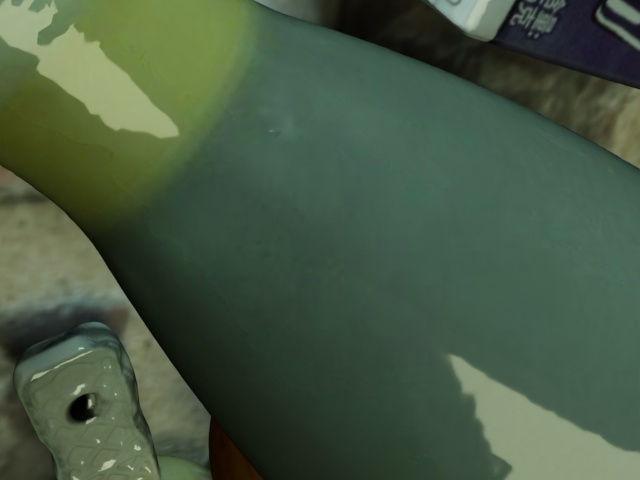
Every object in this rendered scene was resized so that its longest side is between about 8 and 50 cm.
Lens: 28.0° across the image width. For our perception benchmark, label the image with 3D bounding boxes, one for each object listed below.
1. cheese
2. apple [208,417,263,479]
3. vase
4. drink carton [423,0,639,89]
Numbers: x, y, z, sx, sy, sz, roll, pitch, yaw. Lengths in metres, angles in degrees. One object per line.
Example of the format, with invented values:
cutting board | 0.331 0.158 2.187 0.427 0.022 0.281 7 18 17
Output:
cheese | -0.085 0.121 0.577 0.127 0.050 0.235 -22 137 -15
apple | 0.011 0.085 0.564 0.126 0.102 0.126 -4 156 -2
vase | 0.000 0.000 0.385 0.321 0.173 0.173 37 103 -24
drink carton | 0.130 -0.131 0.465 0.222 0.102 0.134 8 119 -41
